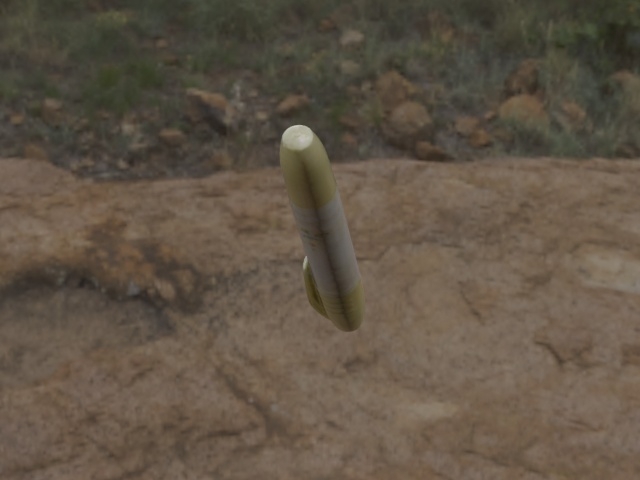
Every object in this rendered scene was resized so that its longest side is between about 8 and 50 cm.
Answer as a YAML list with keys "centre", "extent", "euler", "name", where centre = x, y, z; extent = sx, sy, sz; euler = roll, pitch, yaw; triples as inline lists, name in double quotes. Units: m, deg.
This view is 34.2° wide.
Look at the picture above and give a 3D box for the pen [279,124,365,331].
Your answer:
- centre: [0.000, 0.000, 0.652]
  extent: [0.040, 0.233, 0.032]
  euler: [8, 62, 15]
  name: "pen"
